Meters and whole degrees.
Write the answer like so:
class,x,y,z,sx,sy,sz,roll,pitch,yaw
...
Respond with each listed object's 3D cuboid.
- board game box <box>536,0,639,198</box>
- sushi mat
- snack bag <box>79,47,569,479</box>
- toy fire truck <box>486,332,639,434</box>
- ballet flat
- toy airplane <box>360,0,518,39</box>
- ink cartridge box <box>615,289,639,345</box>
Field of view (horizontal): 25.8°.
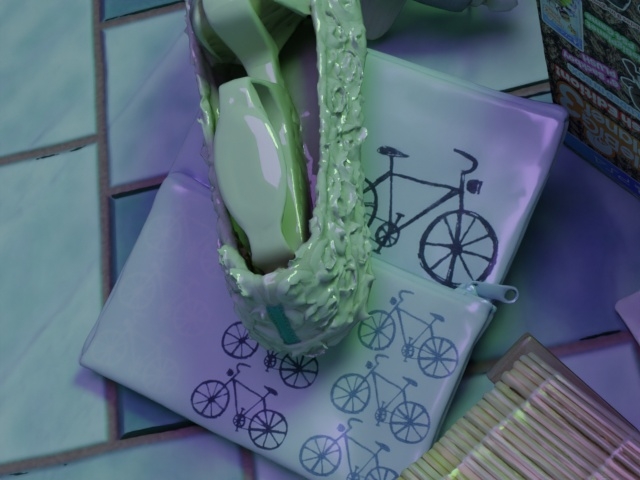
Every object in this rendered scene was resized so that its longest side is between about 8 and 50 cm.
class,x,y,z,sx,sy,sz,roll,pitch,yaw
board game box,0.290,-0.188,1.019,0.232,0.291,0.141,-42,59,-10
sushi mat,0.189,0.205,0.828,0.151,0.019,0.316,-43,57,-13
snack bag,0.000,0.000,1.090,0.323,0.037,0.342,23,85,28
toy fire truck,0.180,0.205,0.914,0.217,0.158,0.246,-35,45,-6
ballet flat,-0.036,-0.117,1.051,0.147,0.147,0.409,-13,66,8
toy airplane,0.142,-0.371,1.117,0.384,0.386,0.272,-23,44,2
ink cartridge box,0.315,0.030,1.017,0.181,0.061,0.104,-28,57,-2
